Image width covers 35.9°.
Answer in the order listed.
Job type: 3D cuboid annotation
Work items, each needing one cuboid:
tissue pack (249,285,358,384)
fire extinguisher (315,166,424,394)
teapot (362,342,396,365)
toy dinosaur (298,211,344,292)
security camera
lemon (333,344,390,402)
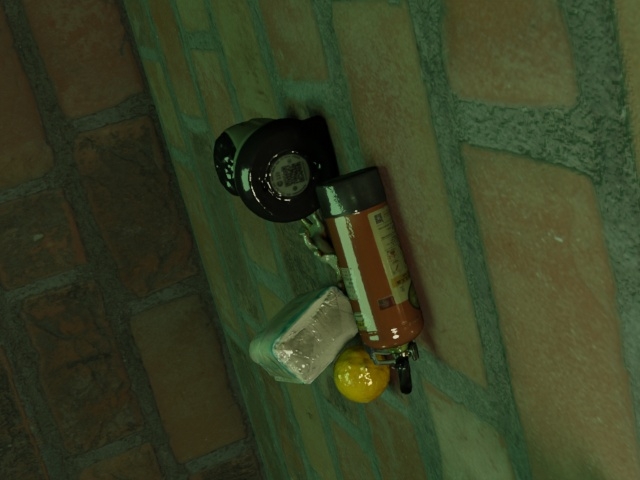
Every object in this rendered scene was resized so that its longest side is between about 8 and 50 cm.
[{"bbox_3d":[-0.032,0.198,2.069,0.124,0.201,0.271,49,164,-5],"label":"tissue pack"},{"bbox_3d":[0.108,0.062,1.701,0.200,0.113,0.376,-29,-76,-63],"label":"fire extinguisher"},{"bbox_3d":[0.113,0.197,1.871,0.066,0.057,0.088,143,107,-74],"label":"teapot"},{"bbox_3d":[0.001,0.001,2.047,0.142,0.057,0.212,58,-175,-36],"label":"toy dinosaur"},{"bbox_3d":[-0.104,-0.155,1.931,0.277,0.191,0.197,-143,36,-63],"label":"security camera"},{"bbox_3d":[0.081,0.264,1.960,0.155,0.114,0.114,112,136,-71],"label":"lemon"}]
